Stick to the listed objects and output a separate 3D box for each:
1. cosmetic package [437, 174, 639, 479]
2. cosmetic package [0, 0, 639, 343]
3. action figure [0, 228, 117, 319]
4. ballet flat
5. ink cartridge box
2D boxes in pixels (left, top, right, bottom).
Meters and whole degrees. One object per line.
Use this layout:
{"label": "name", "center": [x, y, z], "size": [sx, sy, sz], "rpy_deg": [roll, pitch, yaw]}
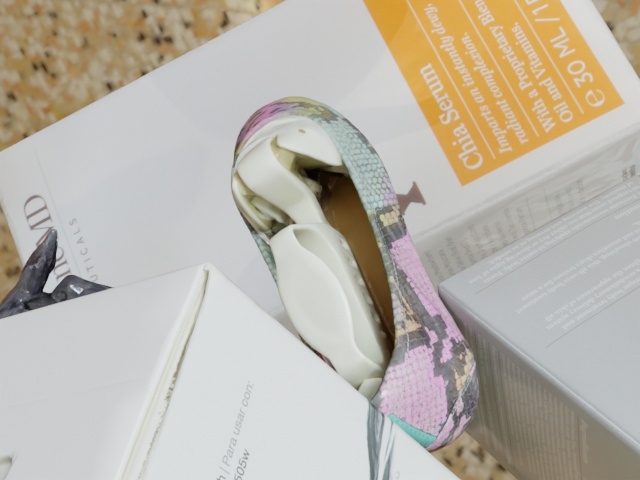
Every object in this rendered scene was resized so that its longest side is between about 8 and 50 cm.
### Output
{"label": "cosmetic package", "center": [0.168, 0.080, 0.538], "size": [0.238, 0.127, 0.107], "rpy_deg": [45, 155, 46]}
{"label": "cosmetic package", "center": [0.006, -0.049, 0.974], "size": [0.230, 0.453, 0.161], "rpy_deg": [64, -175, 24]}
{"label": "action figure", "center": [-0.115, 0.097, 0.728], "size": [0.276, 0.141, 0.164], "rpy_deg": [20, 98, 1]}
{"label": "ballet flat", "center": [0.000, 0.000, 0.593], "size": [0.077, 0.079, 0.221], "rpy_deg": [-40, 53, 18]}
{"label": "ink cartridge box", "center": [-0.035, 0.109, 0.421], "size": [0.153, 0.086, 0.208], "rpy_deg": [-15, 135, 37]}
